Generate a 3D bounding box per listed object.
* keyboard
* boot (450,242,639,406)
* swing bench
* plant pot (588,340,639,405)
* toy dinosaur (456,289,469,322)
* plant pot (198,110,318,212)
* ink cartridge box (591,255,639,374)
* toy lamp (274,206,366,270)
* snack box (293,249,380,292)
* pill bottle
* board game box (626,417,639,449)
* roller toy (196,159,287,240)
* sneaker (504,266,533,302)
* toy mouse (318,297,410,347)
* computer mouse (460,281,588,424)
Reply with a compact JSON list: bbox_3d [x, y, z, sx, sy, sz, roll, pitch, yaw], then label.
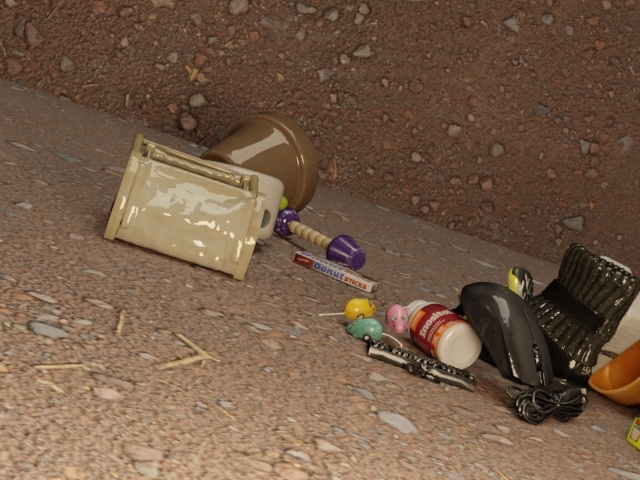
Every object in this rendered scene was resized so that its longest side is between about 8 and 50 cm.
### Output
[{"bbox_3d":[0.161,0.197,1.728,0.180,0.023,0.108,19,9,-3],"label":"keyboard"},{"bbox_3d":[0.399,0.115,1.964,0.131,0.260,0.348,10,13,-44],"label":"boot"},{"bbox_3d":[-0.244,-0.065,1.972,0.253,0.165,0.254,18,9,-12],"label":"swing bench"},{"bbox_3d":[0.633,0.238,2.028,0.188,0.205,0.205,34,4,-20],"label":"plant pot"},{"bbox_3d":[0.266,0.147,1.896,0.112,0.064,0.211,16,-13,1],"label":"toy dinosaur"},{"bbox_3d":[-0.173,-0.158,2.569,0.263,0.263,0.229,25,29,28],"label":"plant pot"},{"bbox_3d":[0.500,0.150,2.009,0.086,0.203,0.148,21,40,-34],"label":"ink cartridge box"},{"bbox_3d":[0.000,0.000,2.401,0.080,0.080,0.275,13,11,-39],"label":"toy lamp"},{"bbox_3d":[0.033,0.064,2.255,0.178,0.022,0.064,23,11,15],"label":"snack box"},{"bbox_3d":[0.203,0.157,1.857,0.086,0.086,0.152,15,9,-30],"label":"pill bottle"},{"bbox_3d":[0.596,0.338,1.751,0.181,0.043,0.092,15,11,-26],"label":"board game box"},{"bbox_3d":[-0.183,-0.077,2.236,0.209,0.146,0.191,15,-1,6],"label":"roller toy"},{"bbox_3d":[0.366,0.134,2.136,0.094,0.208,0.081,11,42,19],"label":"sneaker"},{"bbox_3d":[0.100,0.134,1.824,0.161,0.031,0.143,-8,28,-25],"label":"toy mouse"},{"bbox_3d":[0.327,0.164,1.749,0.188,0.072,0.272,4,47,-47],"label":"computer mouse"}]
